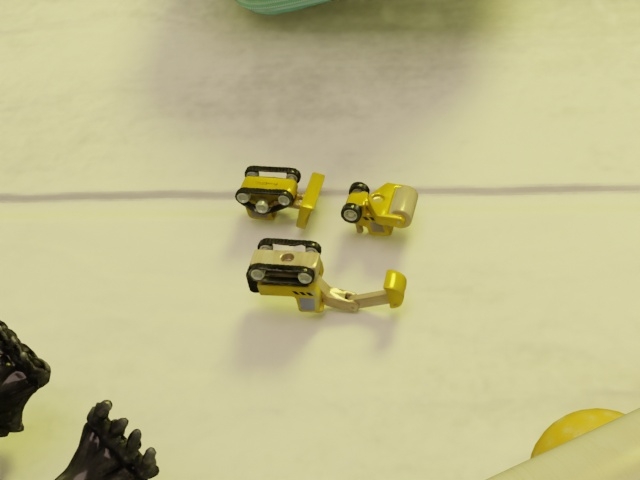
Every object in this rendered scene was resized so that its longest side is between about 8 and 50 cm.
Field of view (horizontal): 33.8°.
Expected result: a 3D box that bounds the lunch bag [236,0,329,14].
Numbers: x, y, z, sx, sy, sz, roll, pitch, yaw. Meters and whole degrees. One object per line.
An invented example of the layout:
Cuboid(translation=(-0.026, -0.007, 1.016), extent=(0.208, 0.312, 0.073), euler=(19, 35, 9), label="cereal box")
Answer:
Cuboid(translation=(0.027, -0.283, 0.675), extent=(0.224, 0.108, 0.279), euler=(-9, 55, 34), label="lunch bag")

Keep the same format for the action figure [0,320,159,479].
Cuboid(translation=(-0.204, 0.145, 0.411), extent=(0.164, 0.141, 0.275), euler=(37, 65, 20), label="action figure")

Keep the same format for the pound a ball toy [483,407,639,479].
Cuboid(translation=(0.135, 0.084, 0.343), extent=(0.319, 0.208, 0.136), euler=(-24, 51, -7), label="pound a ball toy")

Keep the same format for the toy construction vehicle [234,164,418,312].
Cuboid(translation=(0.000, 0.000, 0.554), extent=(0.098, 0.035, 0.086), euler=(3, 42, 11), label="toy construction vehicle")
